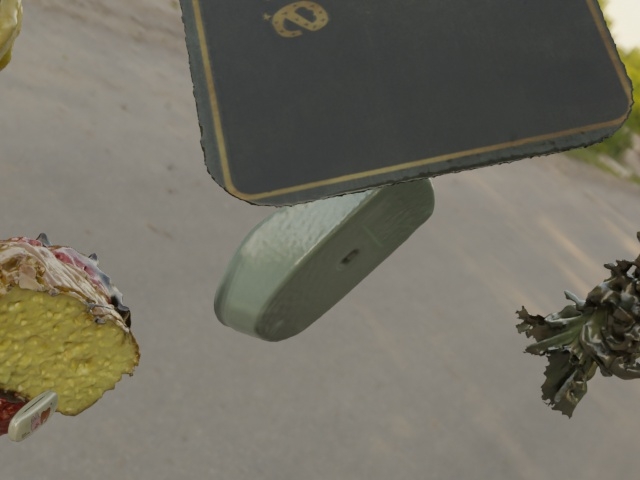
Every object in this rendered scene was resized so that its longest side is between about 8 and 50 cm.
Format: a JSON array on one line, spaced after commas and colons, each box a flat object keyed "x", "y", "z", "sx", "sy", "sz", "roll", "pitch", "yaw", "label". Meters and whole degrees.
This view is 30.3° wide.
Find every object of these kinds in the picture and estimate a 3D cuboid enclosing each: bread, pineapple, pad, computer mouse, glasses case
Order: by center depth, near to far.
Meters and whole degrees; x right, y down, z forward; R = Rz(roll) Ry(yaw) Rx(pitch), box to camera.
[{"x": -0.005, "y": -0.195, "z": 0.714, "sx": 0.063, "sy": 0.315, "sz": 0.375, "roll": 79, "pitch": -1, "yaw": -57, "label": "pad"}, {"x": 0.000, "y": 0.000, "z": 1.051, "sx": 0.079, "sy": 0.231, "sz": 0.128, "roll": 51, "pitch": 0, "yaw": 24, "label": "computer mouse"}, {"x": 0.341, "y": 0.036, "z": 1.140, "sx": 0.175, "sy": 0.361, "sz": 0.175, "roll": 26, "pitch": 46, "yaw": -30, "label": "pineapple"}, {"x": -0.320, "y": 0.196, "z": 1.322, "sx": 0.021, "sy": 0.032, "sz": 0.083, "roll": 18, "pitch": 26, "yaw": 16, "label": "glasses case"}, {"x": -0.340, "y": 0.094, "z": 1.411, "sx": 0.147, "sy": 0.160, "sz": 0.260, "roll": 47, "pitch": 8, "yaw": 34, "label": "bread"}]

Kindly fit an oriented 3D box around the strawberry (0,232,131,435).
[{"x": -0.460, "y": 0.129, "z": 1.674, "sx": 0.292, "sy": 0.291, "sz": 0.310, "roll": 42, "pitch": 25, "yaw": 14, "label": "strawberry"}]

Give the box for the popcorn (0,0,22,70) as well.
[{"x": -0.424, "y": -0.222, "z": 0.957, "sx": 0.349, "sy": 0.382, "sz": 0.349, "roll": 59, "pitch": 0, "yaw": 0, "label": "popcorn"}]
